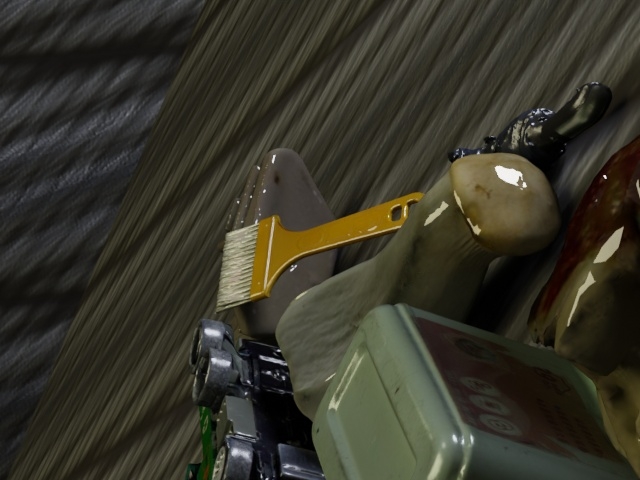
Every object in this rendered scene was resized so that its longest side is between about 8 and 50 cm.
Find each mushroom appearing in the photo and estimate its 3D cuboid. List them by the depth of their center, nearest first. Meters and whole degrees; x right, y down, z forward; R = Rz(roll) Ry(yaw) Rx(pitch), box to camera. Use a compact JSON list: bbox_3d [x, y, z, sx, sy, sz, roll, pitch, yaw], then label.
[{"bbox_3d":[0.076,0.039,1.643,0.122,0.159,0.329,-21,-23,-47],"label":"mushroom"}]

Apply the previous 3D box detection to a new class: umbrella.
[{"bbox_3d":[0.168,-0.077,1.626,0.248,0.071,0.071,142,147,-63],"label":"umbrella"}]

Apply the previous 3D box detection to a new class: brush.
[{"bbox_3d":[0.000,0.000,1.956,0.272,0.013,0.103,-18,51,33],"label":"brush"}]

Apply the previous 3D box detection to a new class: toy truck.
[{"bbox_3d":[-0.046,0.210,1.792,0.363,0.176,0.178,-106,32,-67],"label":"toy truck"}]

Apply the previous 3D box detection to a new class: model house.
[{"bbox_3d":[-0.061,0.033,2.142,0.188,0.122,0.229,138,148,-62],"label":"model house"}]

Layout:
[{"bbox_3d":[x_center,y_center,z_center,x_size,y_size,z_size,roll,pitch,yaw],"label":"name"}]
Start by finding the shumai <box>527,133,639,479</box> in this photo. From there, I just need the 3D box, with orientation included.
[{"bbox_3d":[0.216,0.044,0.905,0.217,0.283,0.346,-20,52,67],"label":"shumai"}]

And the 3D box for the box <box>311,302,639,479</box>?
[{"bbox_3d":[0.110,0.163,1.278,0.175,0.182,0.312,-64,17,14],"label":"box"}]
